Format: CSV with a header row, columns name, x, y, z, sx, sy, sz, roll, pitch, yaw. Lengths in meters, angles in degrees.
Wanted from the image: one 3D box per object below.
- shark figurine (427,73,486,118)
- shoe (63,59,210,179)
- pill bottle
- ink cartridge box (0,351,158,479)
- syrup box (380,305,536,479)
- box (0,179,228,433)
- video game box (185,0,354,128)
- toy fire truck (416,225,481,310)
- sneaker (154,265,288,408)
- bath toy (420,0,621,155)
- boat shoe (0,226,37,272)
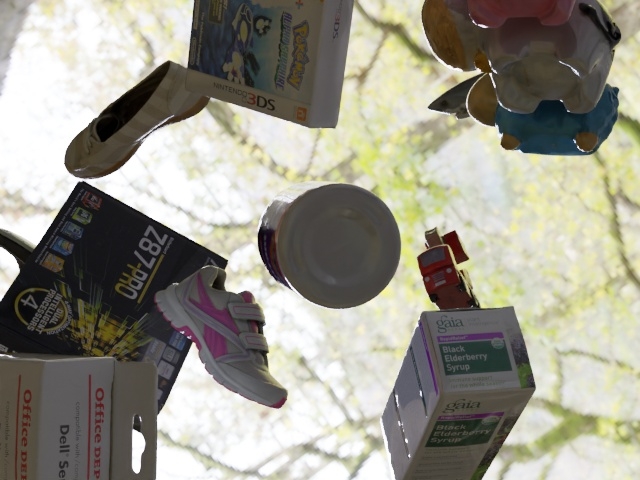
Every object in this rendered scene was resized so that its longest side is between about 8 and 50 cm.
name,x,y,z,sx,sy,sz,roll,pitch,yaw
shark figurine,0.293,-0.238,1.659,0.278,0.166,0.116,-12,-89,-44
shoe,-0.218,-0.137,1.323,0.058,0.219,0.077,28,-137,-45
pill bottle,0.000,0.000,1.075,0.108,0.108,0.193,53,174,-9
ink cartridge box,-0.359,0.240,1.428,0.119,0.353,0.207,5,-97,-52
syrup box,0.132,0.166,1.192,0.237,0.093,0.096,104,159,-55
box,-0.365,0.106,2.050,0.318,0.097,0.395,31,-140,-8
video game box,-0.049,-0.227,1.150,0.187,0.205,0.048,20,-160,38
toy fire truck,0.158,0.032,1.491,0.192,0.047,0.135,46,-156,-61
sneaker,-0.124,0.130,1.678,0.252,0.111,0.103,47,-175,19
bath toy,0.131,-0.203,0.822,0.151,0.129,0.348,8,152,21
boat shoe,-0.516,0.058,2.192,0.227,0.069,0.081,37,179,-24
